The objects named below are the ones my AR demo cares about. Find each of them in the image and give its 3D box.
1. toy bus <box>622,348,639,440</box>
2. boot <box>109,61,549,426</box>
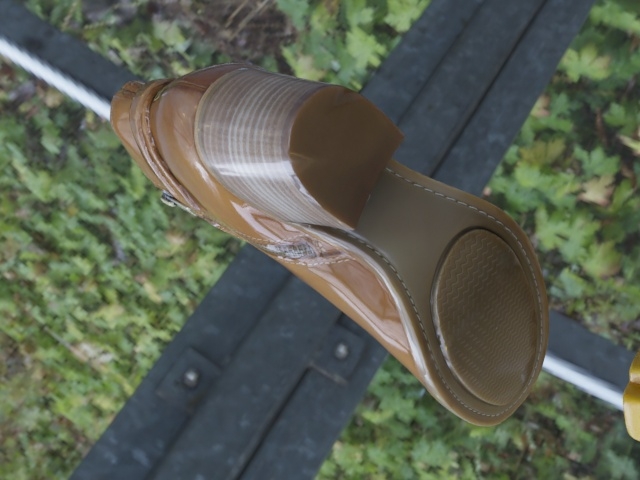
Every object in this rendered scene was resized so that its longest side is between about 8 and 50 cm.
[{"bbox_3d":[0.405,0.112,0.755,0.332,0.108,0.130,6,121,37],"label":"toy bus"},{"bbox_3d":[0.000,0.000,0.622,0.283,0.109,0.220,40,165,-35],"label":"boot"}]
